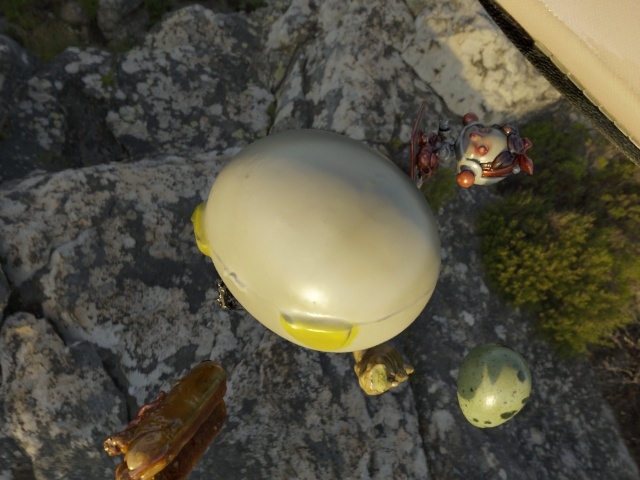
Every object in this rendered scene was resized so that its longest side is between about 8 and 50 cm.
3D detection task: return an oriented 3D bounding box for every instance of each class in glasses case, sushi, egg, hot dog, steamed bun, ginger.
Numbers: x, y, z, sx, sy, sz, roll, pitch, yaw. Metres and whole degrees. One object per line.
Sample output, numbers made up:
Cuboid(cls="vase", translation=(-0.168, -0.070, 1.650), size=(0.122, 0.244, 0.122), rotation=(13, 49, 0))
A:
Cuboid(cls="glasses case", translation=(0.216, -0.122, 0.296), size=(0.314, 0.075, 0.122), rotation=(36, 93, -15))
Cuboid(cls="sushi", translation=(-0.178, 0.120, 1.094), size=(0.097, 0.094, 0.085), rotation=(1, 87, -39))
Cuboid(cls="egg", translation=(0.438, 0.375, 1.238), size=(0.176, 0.177, 0.228), rotation=(16, 101, -14))
Cuboid(cls="hot dog", translation=(-0.266, 0.339, 0.868), size=(0.116, 0.349, 0.159), rotation=(6, 100, 8))
Cuboid(cls="steamed bun", translation=(0.000, -0.005, 0.745), size=(0.333, 0.334, 0.373), rotation=(-32, 53, -31))
Cuboid(cls="ginger", translation=(0.118, 0.247, 0.930), size=(0.115, 0.205, 0.081), rotation=(44, 98, -6))

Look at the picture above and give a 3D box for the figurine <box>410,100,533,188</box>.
Cuboid(cls="figurine", translation=(0.306, -0.172, 0.965), size=(0.225, 0.160, 0.184), rotation=(6, 41, 18))
